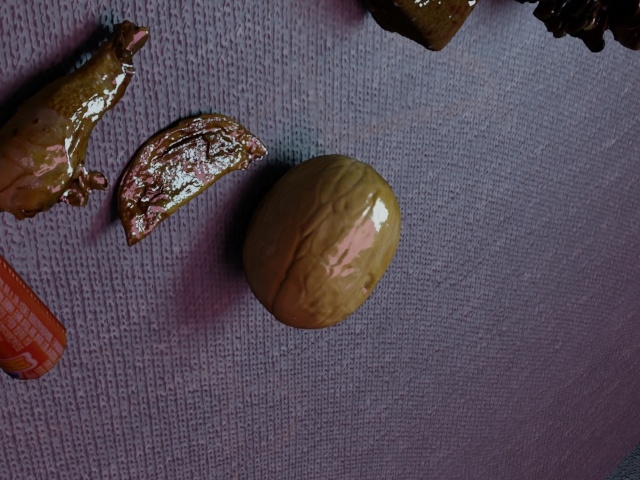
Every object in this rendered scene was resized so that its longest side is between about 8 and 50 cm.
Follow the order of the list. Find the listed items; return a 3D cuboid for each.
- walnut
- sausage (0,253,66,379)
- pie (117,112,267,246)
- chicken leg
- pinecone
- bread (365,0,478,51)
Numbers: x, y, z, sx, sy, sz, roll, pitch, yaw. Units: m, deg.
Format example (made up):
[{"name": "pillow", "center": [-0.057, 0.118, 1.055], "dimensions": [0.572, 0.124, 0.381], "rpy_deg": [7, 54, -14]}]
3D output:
[{"name": "walnut", "center": [0.000, 0.000, 1.588], "dimensions": [0.197, 0.165, 0.165], "rpy_deg": [-52, 152, 8]}, {"name": "sausage", "center": [-0.301, 0.033, 1.240], "dimensions": [0.074, 0.074, 0.274], "rpy_deg": [-49, 150, -15]}, {"name": "pie", "center": [-0.134, -0.078, 1.435], "dimensions": [0.191, 0.033, 0.088], "rpy_deg": [-35, 129, -32]}, {"name": "chicken leg", "center": [-0.209, -0.099, 1.245], "dimensions": [0.101, 0.085, 0.207], "rpy_deg": [45, 69, -26]}, {"name": "pinecone", "center": [0.312, -0.334, 1.705], "dimensions": [0.221, 0.221, 0.221], "rpy_deg": [-38, 145, -32]}, {"name": "bread", "center": [0.050, -0.334, 1.385], "dimensions": [0.165, 0.113, 0.416], "rpy_deg": [-58, 150, 0]}]
